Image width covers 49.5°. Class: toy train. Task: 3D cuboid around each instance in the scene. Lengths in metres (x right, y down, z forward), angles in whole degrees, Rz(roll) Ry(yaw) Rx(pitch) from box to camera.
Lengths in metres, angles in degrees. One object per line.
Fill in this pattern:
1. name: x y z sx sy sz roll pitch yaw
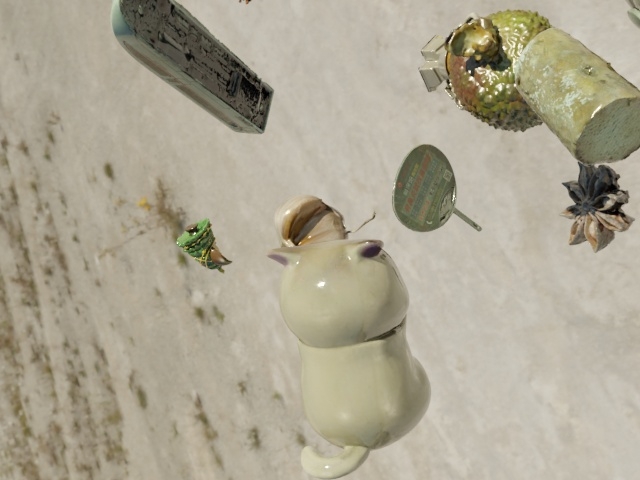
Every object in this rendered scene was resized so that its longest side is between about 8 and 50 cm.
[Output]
1. toy train: -0.199 -0.269 1.034 0.088 0.407 0.086 9 81 24

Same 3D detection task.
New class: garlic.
1. garlic: 0.000 0.000 1.605 0.257 0.207 0.207 2 109 35

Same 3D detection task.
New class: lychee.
1. lychee: 0.415 -0.381 1.544 0.270 0.270 0.320 44 166 41

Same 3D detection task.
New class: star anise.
1. star anise: 0.719 -0.086 1.789 0.223 0.109 0.236 117 149 -54

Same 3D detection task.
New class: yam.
1. yam: 0.321 -0.186 0.875 0.194 0.107 0.107 -112 23 -45

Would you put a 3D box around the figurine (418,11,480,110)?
1. figurine: 0.460 -0.576 2.245 0.308 0.143 0.308 27 127 43

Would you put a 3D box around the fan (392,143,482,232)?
1. fan: 0.299 -0.132 1.764 0.012 0.294 0.223 -4 87 58

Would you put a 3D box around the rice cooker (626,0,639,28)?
1. rice cooker: 0.756 -0.547 1.402 0.264 0.317 0.316 57 148 34

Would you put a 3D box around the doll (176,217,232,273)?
1. doll: -0.224 0.023 1.308 0.078 0.077 0.113 -9 105 45

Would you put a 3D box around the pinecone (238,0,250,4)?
1. pinecone: -0.183 -0.621 1.653 0.109 0.102 0.102 31 144 0

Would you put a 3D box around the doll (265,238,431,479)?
1. doll: 0.052 0.168 1.116 0.215 0.226 0.370 -1 101 28
